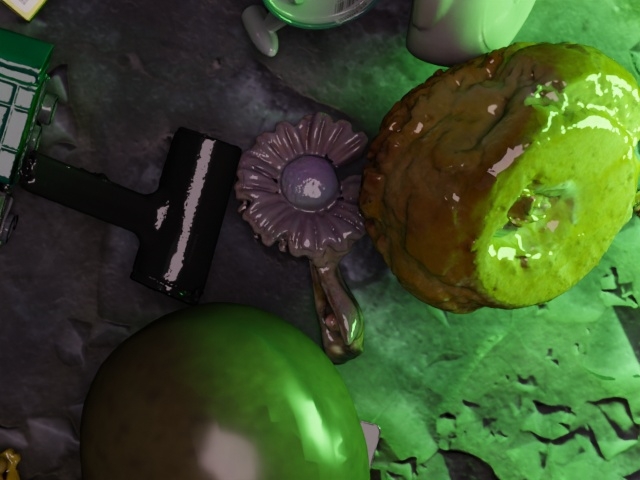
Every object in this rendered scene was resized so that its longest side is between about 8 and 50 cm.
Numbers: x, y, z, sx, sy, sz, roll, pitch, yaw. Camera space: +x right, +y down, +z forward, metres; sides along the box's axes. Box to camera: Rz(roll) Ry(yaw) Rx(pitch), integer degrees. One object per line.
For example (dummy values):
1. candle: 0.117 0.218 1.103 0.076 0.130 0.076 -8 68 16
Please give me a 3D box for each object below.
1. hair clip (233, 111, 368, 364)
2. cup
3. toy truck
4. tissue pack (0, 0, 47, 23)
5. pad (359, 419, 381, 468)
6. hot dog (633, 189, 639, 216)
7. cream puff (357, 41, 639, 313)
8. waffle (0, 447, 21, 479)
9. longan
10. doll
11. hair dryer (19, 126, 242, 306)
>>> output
1. hair clip: 0.001 0.002 1.947 0.173 0.069 0.300 -15 94 -6
2. cup: -0.018 -0.353 1.868 0.167 0.173 0.300 8 130 -32
3. toy truck: -0.375 -0.114 1.872 0.114 0.124 0.253 17 88 -5
4. tissue pack: -0.317 -0.346 1.898 0.095 0.062 0.176 39 86 -9
5. pad: -0.014 0.257 1.988 0.157 0.003 0.112 16 90 -8
6. hot dog: 0.416 -0.060 2.023 0.083 0.021 0.037 -33 75 -2
7. cream puff: 0.197 -0.085 1.867 0.327 0.231 0.343 2 119 -39
8. waffle: -0.455 0.328 1.902 0.293 0.069 0.260 43 88 -8
9. longan: -0.105 0.250 1.824 0.361 0.361 0.361 0 92 -7
10. doll: 0.142 -0.331 1.910 0.221 0.221 0.251 7 113 -7
11. hair dryer: -0.222 -0.049 1.877 0.251 0.089 0.197 18 90 -29
